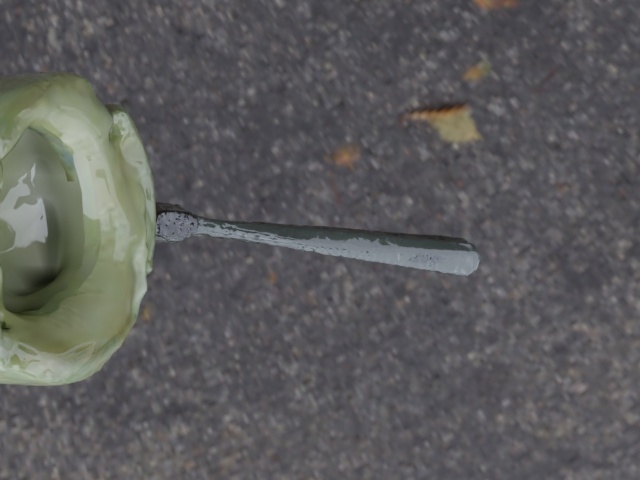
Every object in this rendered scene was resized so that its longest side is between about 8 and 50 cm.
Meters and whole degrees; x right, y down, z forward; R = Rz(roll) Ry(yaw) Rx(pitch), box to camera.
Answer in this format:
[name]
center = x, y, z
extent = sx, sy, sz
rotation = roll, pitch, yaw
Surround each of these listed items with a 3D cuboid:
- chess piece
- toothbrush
[chess piece]
center = -0.324, -0.004, 0.931
extent = 0.442, 0.234, 0.234
rotation = -3, 136, 26
[toothbrush]
center = 0.000, 0.000, 1.171
extent = 0.297, 0.030, 0.030
rotation = 7, 92, -31
